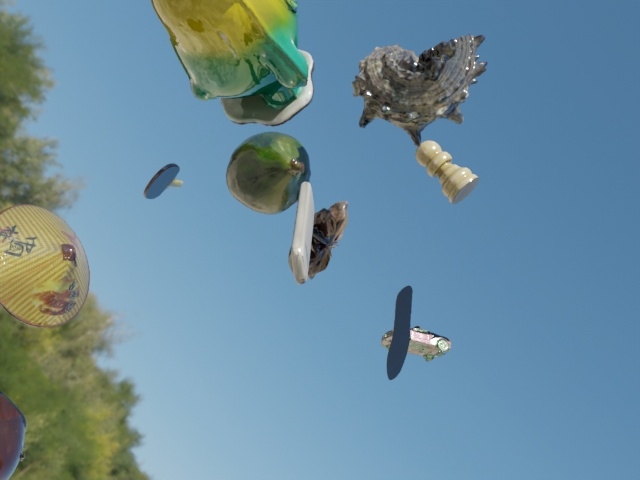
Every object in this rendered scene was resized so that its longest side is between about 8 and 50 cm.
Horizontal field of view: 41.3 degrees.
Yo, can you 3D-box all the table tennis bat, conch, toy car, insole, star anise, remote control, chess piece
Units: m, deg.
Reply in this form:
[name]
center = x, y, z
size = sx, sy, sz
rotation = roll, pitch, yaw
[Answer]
[table tennis bat]
center = -0.303, -0.114, 1.671
size = 0.013, 0.087, 0.156
rotation = 40, 6, 6
[conch]
center = 0.206, -0.339, 1.791
size = 0.186, 0.313, 0.241
rotation = 58, 6, -44
[toy car]
center = 0.189, 0.199, 1.678
size = 0.142, 0.055, 0.069
rotation = 15, -30, -15
[insole]
center = 0.113, 0.133, 1.210
size = 0.002, 0.053, 0.153
rotation = 24, -55, 36
[star anise]
center = 0.009, -0.012, 2.057
size = 0.073, 0.197, 0.212
rotation = 29, -45, 17
[remote control]
center = -0.032, -0.017, 1.403
size = 0.261, 0.029, 0.067
rotation = -85, 169, -62
[chess piece]
center = 0.307, -0.181, 2.112
size = 0.170, 0.094, 0.094
rotation = 51, -24, 18

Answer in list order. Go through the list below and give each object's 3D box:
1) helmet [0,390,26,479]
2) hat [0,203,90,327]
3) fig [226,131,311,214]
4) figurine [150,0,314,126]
[helmet]
center = -0.560, 0.313, 1.295
size = 0.189, 0.216, 0.193
rotation = -53, -132, 48
[hat]
center = -0.390, 0.027, 1.244
size = 0.082, 0.193, 0.193
rotation = -18, -68, 32
[fig]
center = -0.105, -0.159, 1.884
size = 0.195, 0.195, 0.245
rotation = 53, -20, -4
[figurine]
center = -0.148, -0.346, 1.359
size = 0.323, 0.231, 0.340
rotation = 35, -11, 34
